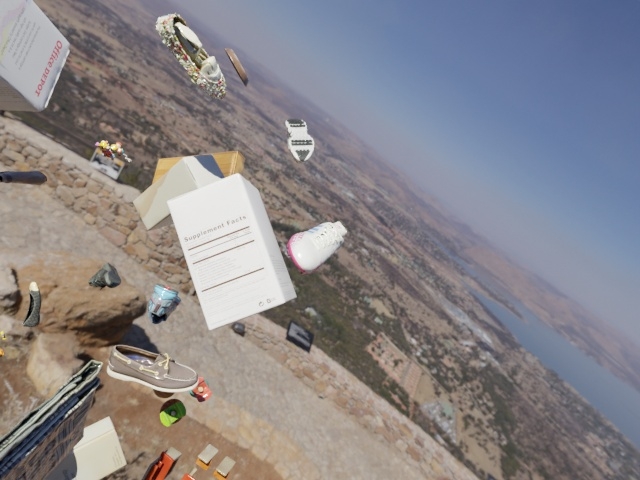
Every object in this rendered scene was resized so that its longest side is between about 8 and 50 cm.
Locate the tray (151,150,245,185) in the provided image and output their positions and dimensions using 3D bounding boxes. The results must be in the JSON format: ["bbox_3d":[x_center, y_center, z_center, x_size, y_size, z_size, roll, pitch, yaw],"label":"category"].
[{"bbox_3d":[-0.539,-0.269,1.749,0.409,0.203,0.076,-1,-21,18],"label":"tray"}]

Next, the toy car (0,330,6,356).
[{"bbox_3d":[-1.199,0.384,1.479,0.060,0.041,0.122,-9,39,-28],"label":"toy car"}]

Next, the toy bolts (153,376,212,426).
[{"bbox_3d":[-0.608,0.659,1.762,0.219,0.228,0.158,65,-26,2],"label":"toy bolts"}]

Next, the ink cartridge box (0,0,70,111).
[{"bbox_3d":[-0.748,-0.473,0.899,0.131,0.227,0.306,5,-21,7],"label":"ink cartridge box"}]

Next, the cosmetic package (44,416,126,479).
[{"bbox_3d":[-0.860,0.771,1.388,0.309,0.161,0.113,-21,21,-34],"label":"cosmetic package"}]

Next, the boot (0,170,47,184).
[{"bbox_3d":[-0.852,-0.175,1.135,0.118,0.042,0.087,5,12,19],"label":"boot"}]

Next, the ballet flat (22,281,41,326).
[{"bbox_3d":[-1.011,0.228,1.411,0.057,0.173,0.049,25,19,39],"label":"ballet flat"}]

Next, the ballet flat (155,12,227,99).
[{"bbox_3d":[-0.323,-0.476,1.051,0.241,0.077,0.091,46,52,-34],"label":"ballet flat"}]

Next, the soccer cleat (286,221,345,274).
[{"bbox_3d":[0.000,0.000,1.188,0.116,0.143,0.331,56,14,-3],"label":"soccer cleat"}]

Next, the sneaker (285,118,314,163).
[{"bbox_3d":[-0.093,-0.407,1.733,0.109,0.119,0.292,1,43,-12],"label":"sneaker"}]

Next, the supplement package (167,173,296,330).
[{"bbox_3d":[-0.194,0.028,0.922,0.177,0.175,0.293,42,28,-83],"label":"supplement package"}]

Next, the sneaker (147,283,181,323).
[{"bbox_3d":[-0.580,0.238,1.450,0.104,0.125,0.262,24,-23,-6],"label":"sneaker"}]

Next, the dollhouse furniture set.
[{"bbox_3d":[-0.467,0.845,1.387,0.258,0.262,0.135,30,0,10],"label":"dollhouse furniture set"}]

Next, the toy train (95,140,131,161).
[{"bbox_3d":[-0.909,-0.397,1.774,0.166,0.046,0.125,12,-19,21],"label":"toy train"}]

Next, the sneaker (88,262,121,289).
[{"bbox_3d":[-1.054,0.203,1.966,0.227,0.130,0.087,30,-15,50],"label":"sneaker"}]

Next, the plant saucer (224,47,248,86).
[{"bbox_3d":[-0.347,-0.732,1.696,0.169,0.029,0.168,61,0,1],"label":"plant saucer"}]

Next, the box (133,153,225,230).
[{"bbox_3d":[-0.482,-0.162,1.383,0.121,0.310,0.148,62,30,-1],"label":"box"}]

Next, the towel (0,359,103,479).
[{"bbox_3d":[-0.547,0.419,0.753,0.056,0.324,0.312,33,32,3],"label":"towel"}]

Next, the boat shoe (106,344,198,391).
[{"bbox_3d":[-0.595,0.455,1.448,0.323,0.097,0.117,15,15,-3],"label":"boat shoe"}]
